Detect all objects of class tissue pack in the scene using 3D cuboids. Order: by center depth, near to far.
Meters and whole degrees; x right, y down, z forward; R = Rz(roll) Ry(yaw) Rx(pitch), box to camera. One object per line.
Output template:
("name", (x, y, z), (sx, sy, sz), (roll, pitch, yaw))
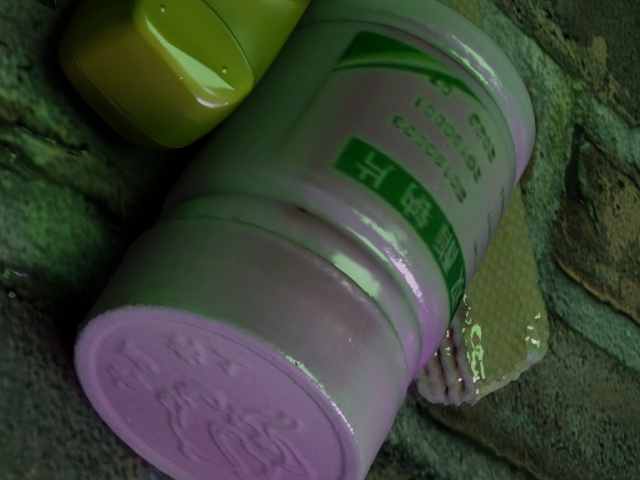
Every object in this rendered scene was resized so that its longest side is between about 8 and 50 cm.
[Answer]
("tissue pack", (-0.092, -0.147, 1.083), (0.123, 0.127, 0.178), (46, 50, -20))

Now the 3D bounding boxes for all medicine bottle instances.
("medicine bottle", (0.000, 0.000, 1.103), (0.212, 0.212, 0.325), (56, 46, -29))

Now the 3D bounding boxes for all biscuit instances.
("biscuit", (0.095, -0.083, 1.332), (0.144, 0.078, 0.426), (-22, 102, -50))
